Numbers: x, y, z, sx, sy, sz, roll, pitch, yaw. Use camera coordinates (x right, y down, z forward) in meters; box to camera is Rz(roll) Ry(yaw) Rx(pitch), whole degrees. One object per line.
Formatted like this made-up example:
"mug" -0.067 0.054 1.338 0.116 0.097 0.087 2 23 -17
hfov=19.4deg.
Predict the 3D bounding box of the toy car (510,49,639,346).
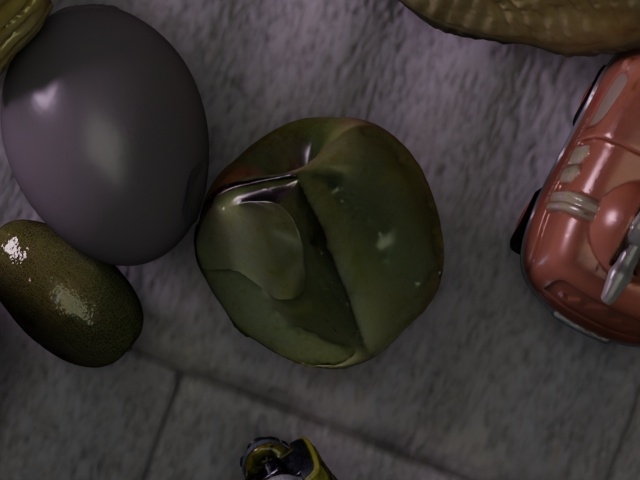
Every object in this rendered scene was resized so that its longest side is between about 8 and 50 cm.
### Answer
"toy car" 0.285 -0.043 1.588 0.180 0.212 0.270 28 87 4

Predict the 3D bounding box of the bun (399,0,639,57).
"bun" 0.171 -0.318 1.538 0.364 0.364 0.202 21 69 3

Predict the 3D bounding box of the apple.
"apple" 0.000 0.000 1.617 0.207 0.174 0.188 -29 112 -6

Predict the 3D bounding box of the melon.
"melon" -0.229 0.045 1.654 0.162 0.099 0.099 40 88 6

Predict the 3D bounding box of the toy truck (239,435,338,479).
"toy truck" -0.075 0.308 1.618 0.272 0.124 0.157 -40 105 1

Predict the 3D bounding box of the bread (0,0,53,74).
"bread" -0.336 -0.235 1.612 0.133 0.179 0.250 -38 41 -4

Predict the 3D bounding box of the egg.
"egg" -0.184 -0.088 1.619 0.176 0.176 0.232 -22 67 0
